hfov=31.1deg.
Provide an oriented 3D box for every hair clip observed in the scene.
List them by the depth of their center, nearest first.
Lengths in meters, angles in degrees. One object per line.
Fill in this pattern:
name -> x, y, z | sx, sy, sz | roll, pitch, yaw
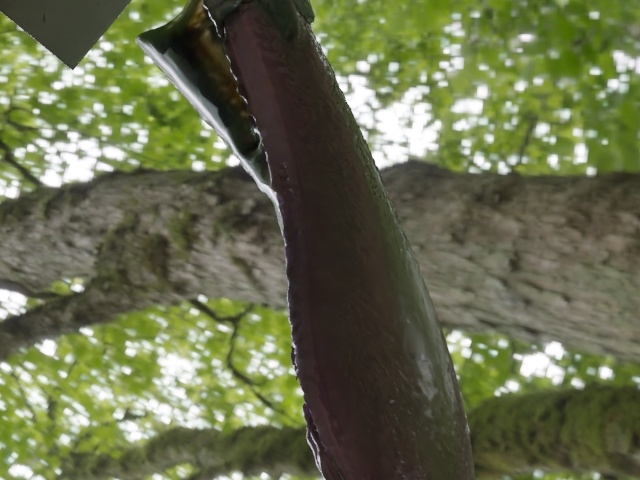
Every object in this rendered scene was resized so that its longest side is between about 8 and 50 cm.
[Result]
hair clip -> 0.001, 0.000, 0.533 | 0.096, 0.358, 0.110 | -20, -29, -9

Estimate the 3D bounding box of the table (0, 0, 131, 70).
table -> -0.192, -0.284, 0.955 | 0.240, 0.111, 0.121 | -50, -34, -2
